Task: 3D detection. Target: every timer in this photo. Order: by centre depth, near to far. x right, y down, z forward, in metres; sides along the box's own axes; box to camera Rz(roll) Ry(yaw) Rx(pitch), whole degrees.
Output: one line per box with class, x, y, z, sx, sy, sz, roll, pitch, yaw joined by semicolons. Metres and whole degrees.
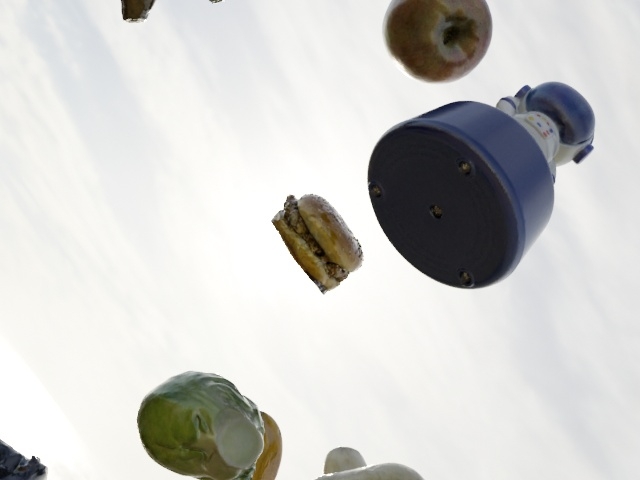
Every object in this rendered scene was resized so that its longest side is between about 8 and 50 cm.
timer;0.284;-0.129;1.515;0.270;0.383;0.270;29;-42;30

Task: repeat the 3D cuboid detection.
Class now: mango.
mango;-0.120;0.376;1.651;0.098;0.190;0.075;30;2;4

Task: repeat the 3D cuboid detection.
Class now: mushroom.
mushroom;0.055;0.411;1.494;0.260;0.254;0.234;31;29;-37

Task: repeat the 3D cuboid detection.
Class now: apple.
apple;0.200;-0.367;1.737;0.188;0.188;0.174;63;-11;-29

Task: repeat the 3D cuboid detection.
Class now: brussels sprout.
brussels sprout;-0.130;0.204;1.102;0.155;0.117;0.155;16;-18;5

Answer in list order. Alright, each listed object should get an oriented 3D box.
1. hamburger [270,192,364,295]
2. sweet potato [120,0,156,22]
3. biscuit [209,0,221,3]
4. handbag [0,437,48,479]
hamburger;-0.005;-0.007;1.827;0.191;0.118;0.182;52;2;10
sweet potato;-0.162;-0.368;1.154;0.075;0.273;0.075;36;24;-19
biscuit;-0.097;-0.459;1.565;0.040;0.199;0.121;-103;177;-57
handbag;-0.470;0.356;1.245;0.181;0.254;0.181;30;-45;9
